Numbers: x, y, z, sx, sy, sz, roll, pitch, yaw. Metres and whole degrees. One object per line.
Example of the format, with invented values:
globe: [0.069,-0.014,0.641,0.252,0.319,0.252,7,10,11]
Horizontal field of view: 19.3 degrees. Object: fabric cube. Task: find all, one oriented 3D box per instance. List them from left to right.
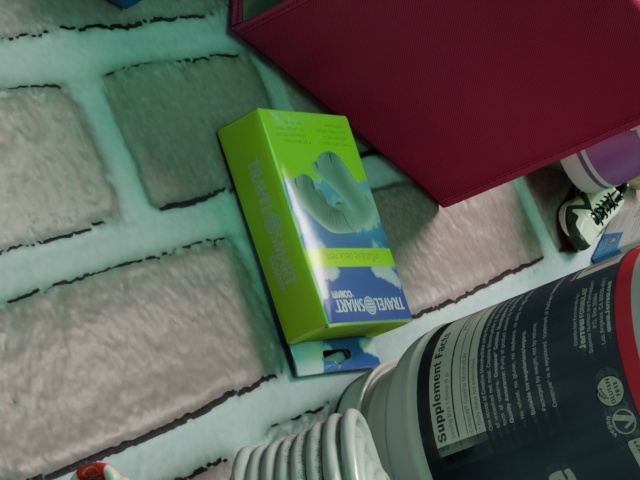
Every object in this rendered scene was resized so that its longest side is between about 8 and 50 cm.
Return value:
fabric cube: [0.117,-0.227,1.405,0.258,0.254,0.259,37,42,-37]

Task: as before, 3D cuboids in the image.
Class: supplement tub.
supplement tub: [0.165,0.122,1.224,0.191,0.272,0.191,33,44,-40]

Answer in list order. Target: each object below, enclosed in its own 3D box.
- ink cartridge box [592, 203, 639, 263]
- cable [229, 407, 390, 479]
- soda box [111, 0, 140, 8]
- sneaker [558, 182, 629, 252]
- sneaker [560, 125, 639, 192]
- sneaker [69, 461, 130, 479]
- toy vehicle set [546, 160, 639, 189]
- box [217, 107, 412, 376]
ink cartridge box: [0.314,-0.005,1.664,0.052,0.122,0.088,56,34,-13]
cable: [0.017,0.226,1.034,0.257,0.089,0.257,69,9,-50]
soda box: [-0.172,-0.225,1.160,0.210,0.067,0.071,26,49,-45]
sneaker: [0.241,-0.029,1.651,0.040,0.044,0.109,55,35,-19]
sneaker: [0.320,-0.142,1.662,0.102,0.161,0.282,53,33,-16]
sneaker: [-0.098,0.153,1.026,0.161,0.057,0.075,-11,84,-54]
toy vehicle set: [0.218,-0.142,1.698,0.267,0.035,0.166,10,61,-53]
box: [0.000,0.000,1.284,0.109,0.042,0.178,-1,69,-55]
